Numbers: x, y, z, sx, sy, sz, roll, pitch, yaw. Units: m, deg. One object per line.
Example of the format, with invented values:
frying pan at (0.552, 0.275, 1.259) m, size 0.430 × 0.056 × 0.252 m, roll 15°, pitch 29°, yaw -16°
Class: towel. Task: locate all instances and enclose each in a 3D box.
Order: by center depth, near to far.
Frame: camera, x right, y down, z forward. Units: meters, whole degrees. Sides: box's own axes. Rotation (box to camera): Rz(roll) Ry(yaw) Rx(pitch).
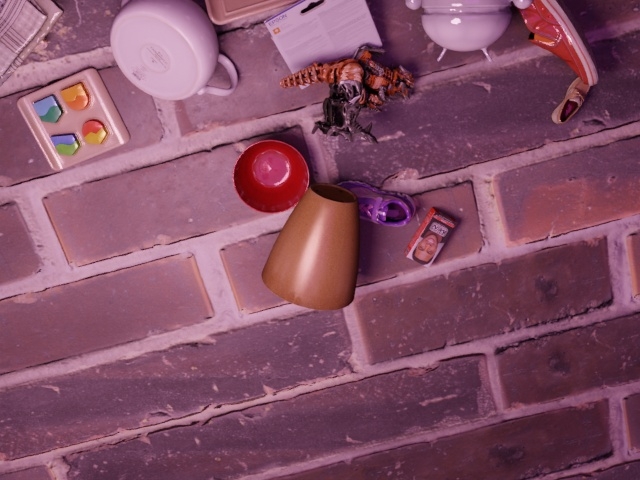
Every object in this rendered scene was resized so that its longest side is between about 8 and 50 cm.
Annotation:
towel at (-0.774, -0.507, 1.530) m, size 0.324 × 0.056 × 0.312 m, roll -44°, pitch 90°, yaw 11°

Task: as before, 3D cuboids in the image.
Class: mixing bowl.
mixing bowl at (-0.119, -0.166, 1.691) m, size 0.182 × 0.098 × 0.181 m, roll -1°, pitch 110°, yaw -3°

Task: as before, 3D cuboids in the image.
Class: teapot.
teapot at (-0.323, -0.449, 1.547) m, size 0.253 × 0.187 × 0.256 m, roll 12°, pitch 136°, yaw 12°

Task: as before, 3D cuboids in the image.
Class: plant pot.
plant pot at (0.000, 0.000, 1.666) m, size 0.237 × 0.237 × 0.254 m, roll 12°, pitch 115°, yaw -7°

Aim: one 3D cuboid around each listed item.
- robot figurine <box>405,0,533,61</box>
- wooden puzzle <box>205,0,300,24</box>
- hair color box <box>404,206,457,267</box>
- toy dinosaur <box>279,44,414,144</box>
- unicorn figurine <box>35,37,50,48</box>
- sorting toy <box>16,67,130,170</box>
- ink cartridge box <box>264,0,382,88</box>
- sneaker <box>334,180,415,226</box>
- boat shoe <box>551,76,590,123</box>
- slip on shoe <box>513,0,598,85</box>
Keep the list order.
robot figurine at (0.322, -0.573, 1.518) m, size 0.300 × 0.200 × 0.353 m, roll 12°, pitch 113°, yaw 36°
wooden puzzle at (-0.146, -0.595, 1.529) m, size 0.239 × 0.044 × 0.220 m, roll -14°, pitch 76°, yaw 0°
hair color box at (0.284, -0.007, 1.795) m, size 0.072 × 0.043 × 0.141 m, roll 26°, pitch 107°, yaw -12°
toy dinosaur at (0.063, -0.346, 1.612) m, size 0.322 × 0.164 × 0.218 m, roll 5°, pitch 104°, yaw -6°
unicorn figurine at (-0.694, -0.467, 1.586) m, size 0.162 × 0.060 × 0.111 m, roll -26°, pitch 109°, yaw 24°
sorting toy at (-0.591, -0.286, 1.659) m, size 0.208 × 0.038 × 0.193 m, roll -22°, pitch 109°, yaw 4°
ink cartridge box at (0.006, -0.475, 1.560) m, size 0.223 × 0.045 × 0.224 m, roll -27°, pitch 144°, yaw 6°
sneaker at (0.128, -0.084, 1.729) m, size 0.237 × 0.104 × 0.095 m, roll 9°, pitch 110°, yaw -5°
boat shoe at (0.621, -0.342, 1.694) m, size 0.050 × 0.045 × 0.135 m, roll 26°, pitch 106°, yaw -11°
slip on shoe at (0.539, -0.489, 1.614) m, size 0.101 × 0.123 × 0.331 m, roll -34°, pitch 109°, yaw 33°
